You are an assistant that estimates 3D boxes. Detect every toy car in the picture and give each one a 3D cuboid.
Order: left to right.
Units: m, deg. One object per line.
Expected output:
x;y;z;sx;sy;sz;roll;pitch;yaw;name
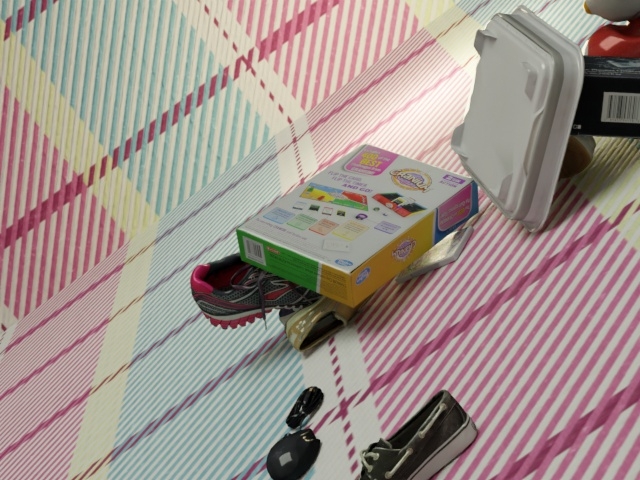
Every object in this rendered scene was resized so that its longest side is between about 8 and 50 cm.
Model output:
0.480;-0.373;2.298;0.210;0.238;0.219;-33;15;16;toy car

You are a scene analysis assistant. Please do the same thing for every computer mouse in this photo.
-0.034;0.258;1.959;0.071;0.041;0.242;-34;15;17;computer mouse

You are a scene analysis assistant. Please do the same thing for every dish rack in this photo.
0.281;-0.191;2.125;0.333;0.072;0.285;-119;38;-64;dish rack

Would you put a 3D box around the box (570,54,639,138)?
0.427;-0.212;2.078;0.156;0.093;0.158;3;18;-1;box

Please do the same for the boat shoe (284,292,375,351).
0.031;0.110;2.238;0.190;0.068;0.072;-43;30;6;boat shoe

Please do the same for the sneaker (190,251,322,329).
-0.063;0.059;2.290;0.299;0.112;0.121;-19;55;6;sneaker

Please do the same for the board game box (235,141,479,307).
0.062;-0.033;2.253;0.242;0.064;0.316;22;43;37;board game box

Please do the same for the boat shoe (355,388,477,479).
0.079;0.259;1.636;0.219;0.070;0.078;-41;15;-13;boat shoe

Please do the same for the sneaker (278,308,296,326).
0.000;0.000;2.441;0.131;0.148;0.350;-22;23;42;sneaker

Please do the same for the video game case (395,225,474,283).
0.179;0.023;2.237;0.122;0.011;0.087;-25;19;39;video game case

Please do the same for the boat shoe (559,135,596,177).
0.355;-0.159;2.214;0.096;0.098;0.277;-42;14;-15;boat shoe
